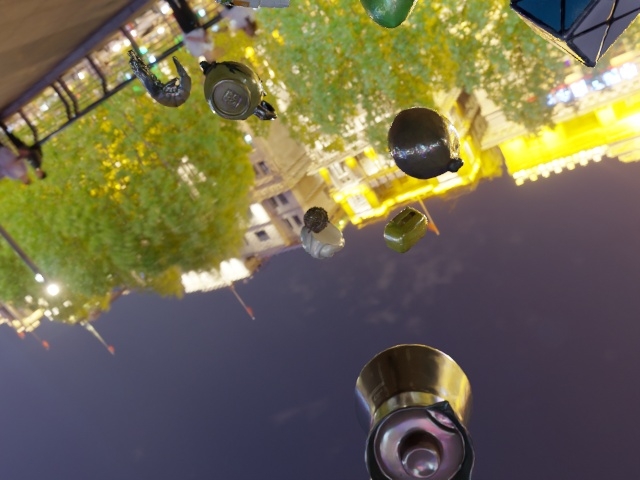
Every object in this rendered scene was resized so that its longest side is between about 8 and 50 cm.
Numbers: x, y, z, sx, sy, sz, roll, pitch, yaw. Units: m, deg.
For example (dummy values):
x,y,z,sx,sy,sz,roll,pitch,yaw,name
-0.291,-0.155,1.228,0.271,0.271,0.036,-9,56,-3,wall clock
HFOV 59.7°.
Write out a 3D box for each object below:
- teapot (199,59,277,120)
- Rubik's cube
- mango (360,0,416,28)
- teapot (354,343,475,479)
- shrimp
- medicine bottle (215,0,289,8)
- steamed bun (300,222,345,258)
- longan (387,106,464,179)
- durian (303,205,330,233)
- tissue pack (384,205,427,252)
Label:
x,y,z,sx,sy,sz,roll,pitch,yaw,name
-0.245,-0.453,1.677,0.173,0.269,0.183,-50,-158,31,teapot
0.774,-0.714,1.667,0.260,0.254,0.259,51,-61,33,Rubik's cube
0.194,-0.764,1.489,0.225,0.382,0.201,3,-173,23,mango
0.209,0.464,1.334,0.362,0.305,0.376,-47,163,-79,teapot
-0.483,-0.504,1.696,0.150,0.217,0.051,-24,-141,22,shrimp
-0.207,-0.730,1.686,0.220,0.061,0.092,1,-174,-17,medicine bottle
0.000,0.000,2.166,0.106,0.182,0.183,-60,-178,34,steamed bun
0.371,-0.334,1.973,0.243,0.300,0.300,-55,-167,19,longan
-0.015,-0.058,1.636,0.091,0.080,0.080,-56,-163,9,durian
0.341,-0.047,2.227,0.123,0.127,0.178,30,-123,34,tissue pack
